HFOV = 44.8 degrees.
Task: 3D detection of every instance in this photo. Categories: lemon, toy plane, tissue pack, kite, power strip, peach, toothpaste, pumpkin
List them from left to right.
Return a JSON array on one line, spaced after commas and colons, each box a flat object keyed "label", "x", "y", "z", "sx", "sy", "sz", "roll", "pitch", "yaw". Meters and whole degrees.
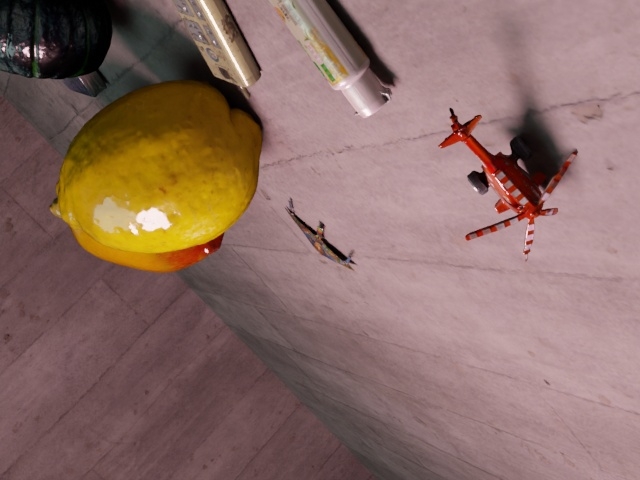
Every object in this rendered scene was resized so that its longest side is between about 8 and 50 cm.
[{"label": "pumpkin", "x": -0.462, "y": -0.390, "z": 1.261, "sx": 0.248, "sy": 0.248, "sz": 0.248, "roll": 39, "pitch": 163, "yaw": 14}, {"label": "tissue pack", "x": -0.543, "y": -0.378, "z": 1.711, "sx": 0.156, "sy": 0.051, "sz": 0.112, "roll": 23, "pitch": 151, "yaw": 50}, {"label": "peach", "x": -0.352, "y": -0.085, "z": 1.556, "sx": 0.372, "sy": 0.289, "sz": 0.373, "roll": 26, "pitch": 126, "yaw": 43}, {"label": "lemon", "x": -0.253, "y": -0.109, "z": 1.237, "sx": 0.285, "sy": 0.316, "sz": 0.285, "roll": 38, "pitch": 162, "yaw": 14}, {"label": "power strip", "x": -0.150, "y": -0.292, "z": 1.045, "sx": 0.092, "sy": 0.034, "sz": 0.268, "roll": 28, "pitch": 158, "yaw": 40}, {"label": "toothpaste", "x": -0.034, "y": -0.264, "z": 0.827, "sx": 0.314, "sy": 0.058, "sz": 0.056, "roll": 52, "pitch": -155, "yaw": -15}, {"label": "kite", "x": 0.000, "y": 0.000, "z": 1.461, "sx": 0.183, "sy": 0.010, "sz": 0.160, "roll": 43, "pitch": 167, "yaw": 13}, {"label": "toy plane", "x": 0.164, "y": -0.061, "z": 0.746, "sx": 0.194, "sy": 0.126, "sz": 0.077, "roll": 12, "pitch": -143, "yaw": -34}]
